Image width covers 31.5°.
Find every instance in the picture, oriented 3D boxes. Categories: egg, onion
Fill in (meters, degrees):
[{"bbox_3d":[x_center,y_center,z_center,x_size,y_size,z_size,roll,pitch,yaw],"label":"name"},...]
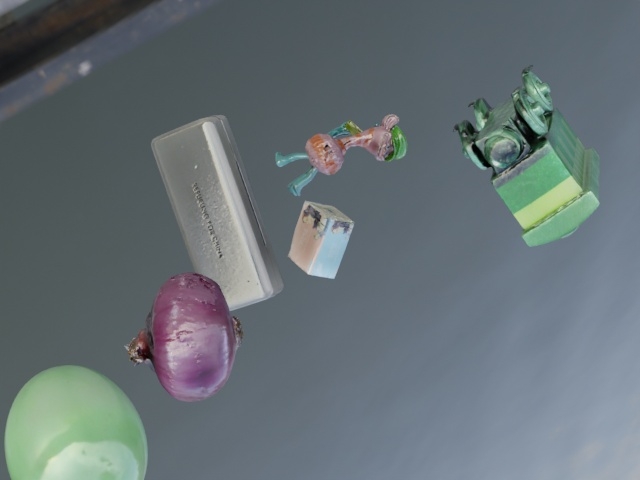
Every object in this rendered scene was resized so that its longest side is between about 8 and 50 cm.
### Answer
[{"bbox_3d":[-0.392,0.327,1.815,0.220,0.269,0.220,-21,144,-16],"label":"egg"},{"bbox_3d":[-0.121,0.086,1.003,0.104,0.115,0.115,-13,145,1],"label":"onion"}]

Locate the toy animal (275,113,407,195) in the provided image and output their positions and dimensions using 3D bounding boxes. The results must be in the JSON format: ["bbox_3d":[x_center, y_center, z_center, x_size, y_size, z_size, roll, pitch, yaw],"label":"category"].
[{"bbox_3d":[0.032,-0.146,1.828,0.208,0.103,0.100,-24,130,-9],"label":"toy animal"}]

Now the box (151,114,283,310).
[{"bbox_3d":[-0.132,-0.032,1.452,0.103,0.243,0.055,-18,-178,25],"label":"box"}]

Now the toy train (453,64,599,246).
[{"bbox_3d":[0.294,-0.123,1.579,0.120,0.202,0.301,-34,-173,21],"label":"toy train"}]

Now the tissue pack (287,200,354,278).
[{"bbox_3d":[0.000,0.000,1.655,0.059,0.074,0.094,8,109,-36],"label":"tissue pack"}]
